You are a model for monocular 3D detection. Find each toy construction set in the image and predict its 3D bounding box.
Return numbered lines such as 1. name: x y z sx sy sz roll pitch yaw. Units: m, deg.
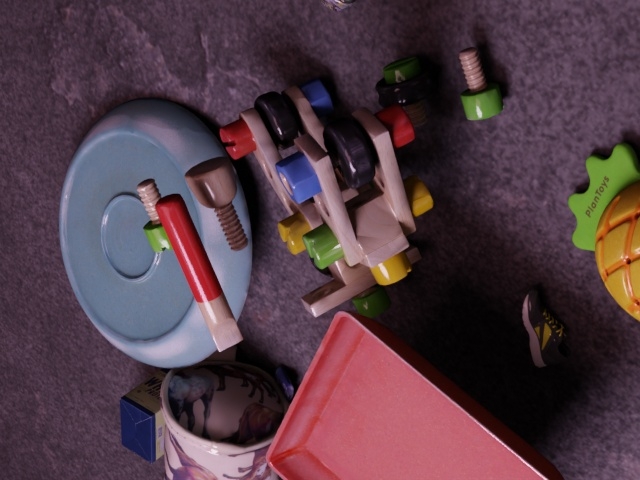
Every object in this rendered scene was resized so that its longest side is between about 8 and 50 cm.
1. toy construction set: 0.000 0.000 0.985 0.257 0.309 0.237 3 121 47

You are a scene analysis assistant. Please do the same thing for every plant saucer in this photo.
1. plant saucer: -0.207 -0.005 1.253 0.318 0.044 0.317 7 101 38
2. plant saucer: 0.088 0.211 1.010 0.259 0.048 0.258 40 136 16

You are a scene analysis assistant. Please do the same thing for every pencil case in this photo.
1. pencil case: -0.132 0.331 1.365 0.160 0.183 0.410 10 125 2

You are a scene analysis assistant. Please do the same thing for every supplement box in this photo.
1. supplement box: -0.212 0.228 1.421 0.056 0.083 0.083 25 127 27

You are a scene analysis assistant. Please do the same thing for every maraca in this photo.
1. maraca: 0.271 0.000 0.890 0.185 0.099 0.127 51 132 41

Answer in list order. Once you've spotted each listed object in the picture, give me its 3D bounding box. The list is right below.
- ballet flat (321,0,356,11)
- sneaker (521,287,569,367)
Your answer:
1. ballet flat: -0.009 -0.261 1.010 0.041 0.041 0.114 -33 90 45
2. sneaker: 0.214 0.081 1.029 0.035 0.031 0.083 -6 115 27
